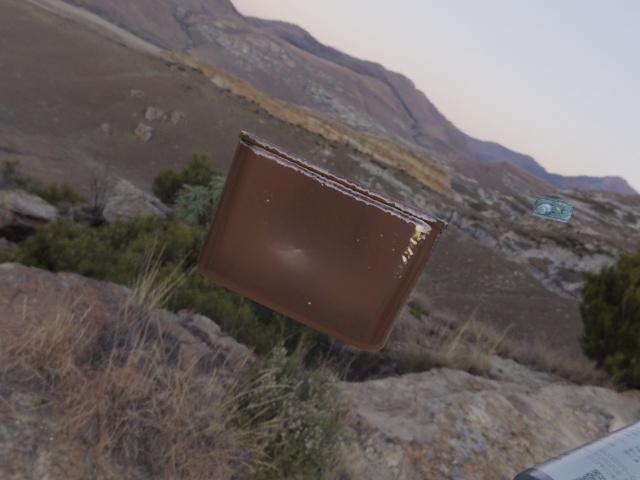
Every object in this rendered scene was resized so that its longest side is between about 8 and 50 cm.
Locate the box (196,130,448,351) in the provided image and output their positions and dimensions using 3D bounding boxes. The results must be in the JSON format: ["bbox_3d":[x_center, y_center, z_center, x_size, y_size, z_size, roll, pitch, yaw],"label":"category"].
[{"bbox_3d":[0.000,0.000,0.856,0.339,0.229,0.239,24,6,4],"label":"box"}]

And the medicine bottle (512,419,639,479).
[{"bbox_3d":[0.382,0.290,0.602,0.293,0.141,0.141,-17,31,-12],"label":"medicine bottle"}]

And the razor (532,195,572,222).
[{"bbox_3d":[0.406,-0.056,0.928,0.068,0.040,0.135,16,11,29],"label":"razor"}]
